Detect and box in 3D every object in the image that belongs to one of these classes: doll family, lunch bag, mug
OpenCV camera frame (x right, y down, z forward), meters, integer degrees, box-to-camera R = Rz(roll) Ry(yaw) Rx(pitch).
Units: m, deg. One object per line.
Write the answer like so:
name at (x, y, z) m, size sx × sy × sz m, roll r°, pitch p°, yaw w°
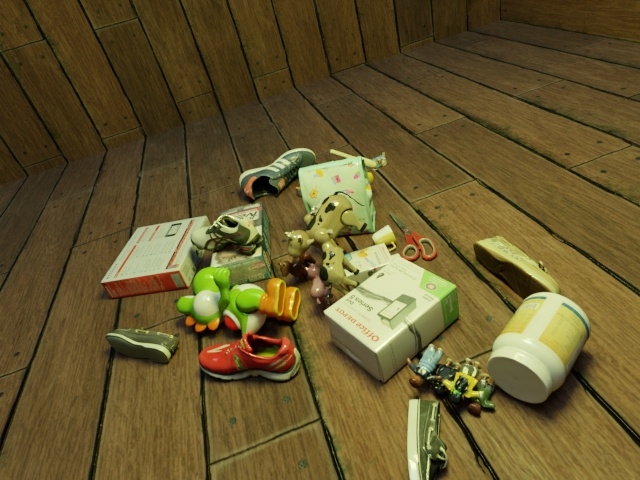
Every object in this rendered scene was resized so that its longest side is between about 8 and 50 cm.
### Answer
doll family at (0.276, 0.300, 0.954) m, size 0.193 × 0.076 × 0.111 m, roll 11°, pitch 47°, yaw 41°
lunch bag at (0.060, -0.153, 1.503) m, size 0.223 × 0.262 × 0.160 m, roll -7°, pitch 36°, yaw 15°
mug at (0.202, -0.005, 1.418) m, size 0.064 × 0.062 × 0.078 m, roll -25°, pitch 28°, yaw 1°

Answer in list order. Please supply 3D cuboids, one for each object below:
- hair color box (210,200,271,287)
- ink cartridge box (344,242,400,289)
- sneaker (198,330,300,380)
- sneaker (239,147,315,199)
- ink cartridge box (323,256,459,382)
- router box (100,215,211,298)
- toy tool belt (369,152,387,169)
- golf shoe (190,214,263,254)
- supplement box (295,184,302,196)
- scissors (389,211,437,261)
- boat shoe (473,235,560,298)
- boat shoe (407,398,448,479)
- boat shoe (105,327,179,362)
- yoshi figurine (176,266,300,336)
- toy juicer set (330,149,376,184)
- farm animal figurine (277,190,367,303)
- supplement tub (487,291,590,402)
hair color box at (-0.269, 0.007, 1.554) m, size 0.174 × 0.105 × 0.347 m, roll -15°, pitch 35°, yaw 3°
ink cartridge box at (0.158, 0.071, 1.326) m, size 0.181 × 0.061 × 0.104 m, roll -17°, pitch 35°, yaw -1°
sneaker at (-0.187, 0.278, 1.128) m, size 0.279 × 0.118 × 0.107 m, roll -5°, pitch 35°, yaw 16°
sneaker at (-0.165, -0.270, 1.894) m, size 0.350 × 0.131 × 0.148 m, roll -27°, pitch 42°, yaw -6°
ink cartridge box at (0.177, 0.185, 1.111) m, size 0.273 × 0.115 × 0.198 m, roll -33°, pitch 38°, yaw -23°
router box at (-0.585, 0.053, 1.639) m, size 0.301 × 0.082 × 0.335 m, roll -9°, pitch 35°, yaw 11°
toy tool belt at (0.238, -0.333, 1.866) m, size 0.083 × 0.051 × 0.052 m, roll -27°, pitch 36°, yaw -15°
golf shoe at (-0.314, -0.033, 1.433) m, size 0.273 × 0.120 × 0.105 m, roll 2°, pitch 41°, yaw 26°
supplement box at (-0.050, -0.213, 1.825) m, size 0.055 × 0.043 × 0.083 m, roll 18°, pitch 47°, yaw 41°
scissors at (0.295, -0.024, 1.444) m, size 0.109 × 0.021 × 0.297 m, roll -14°, pitch 33°, yaw 7°
boat shoe at (0.515, 0.063, 1.152) m, size 0.089 × 0.104 × 0.285 m, roll -26°, pitch 35°, yaw -8°
boat shoe at (0.203, 0.394, 0.842) m, size 0.070 × 0.078 × 0.219 m, roll -7°, pitch 34°, yaw 16°
boat shoe at (-0.512, 0.292, 1.284) m, size 0.227 × 0.081 × 0.069 m, roll 8°, pitch 38°, yaw 20°
yoshi figurine at (-0.248, 0.147, 1.293) m, size 0.362 × 0.203 × 0.203 m, roll -4°, pitch 20°, yaw 21°
toy juicer set at (0.101, -0.225, 1.623) m, size 0.209 × 0.329 × 0.089 m, roll 7°, pitch 78°, yaw -10°
farm animal figurine at (0.000, 0.000, 1.264) m, size 0.330 × 0.172 × 0.327 m, roll 5°, pitch 62°, yaw 59°
supplement tub at (0.450, 0.219, 0.925) m, size 0.144 × 0.144 × 0.199 m, roll 21°, pitch 49°, yaw 42°
